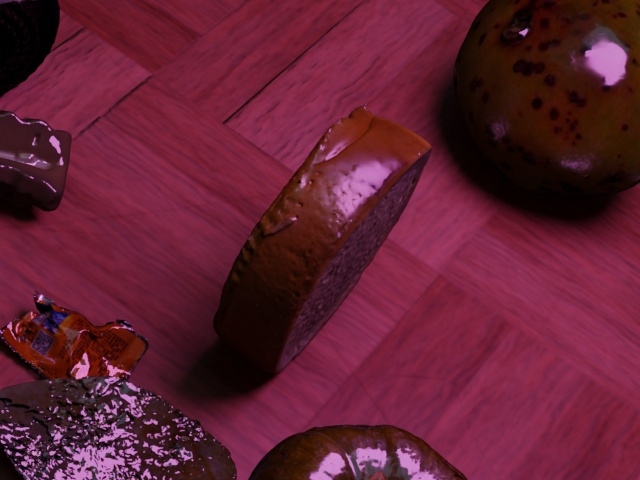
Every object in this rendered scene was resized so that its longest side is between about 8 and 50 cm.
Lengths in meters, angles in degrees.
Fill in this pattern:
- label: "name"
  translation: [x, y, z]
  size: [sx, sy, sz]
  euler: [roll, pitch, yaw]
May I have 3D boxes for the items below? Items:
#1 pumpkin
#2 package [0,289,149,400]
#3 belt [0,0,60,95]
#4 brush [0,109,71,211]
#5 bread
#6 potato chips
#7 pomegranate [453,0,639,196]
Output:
- label: "pumpkin"
  translation: [0.036, 0.229, 1.467]
  size: [0.219, 0.162, 0.219]
  euler: [9, 47, -10]
- label: "package"
  translation: [-0.201, 0.085, 1.585]
  size: [0.111, 0.033, 0.077]
  euler: [31, 47, 7]
- label: "belt"
  translation: [-0.349, -0.204, 1.644]
  size: [0.289, 0.184, 0.164]
  euler: [14, 41, -55]
- label: "brush"
  translation: [-0.362, -0.087, 1.650]
  size: [0.301, 0.071, 0.084]
  euler: [11, 50, -13]
- label: "bread"
  translation: [0.000, 0.000, 1.609]
  size: [0.070, 0.236, 0.236]
  euler: [35, 46, 10]
- label: "potato chips"
  translation: [-0.169, 0.164, 1.528]
  size: [0.209, 0.026, 0.142]
  euler: [28, 50, -5]
- label: "pomegranate"
  translation: [0.272, -0.136, 1.871]
  size: [0.286, 0.231, 0.231]
  euler: [19, 44, -21]
